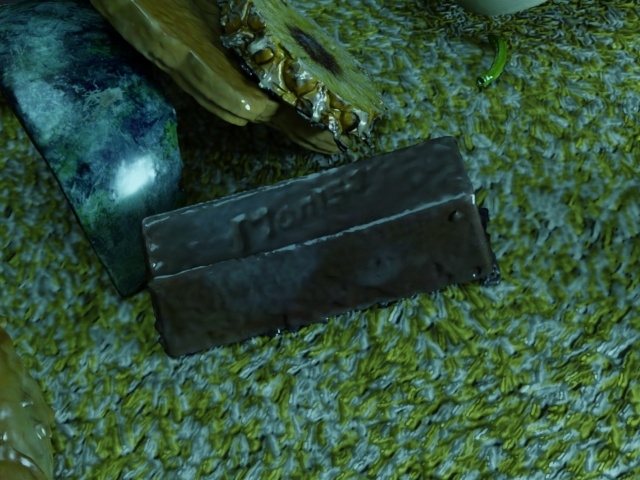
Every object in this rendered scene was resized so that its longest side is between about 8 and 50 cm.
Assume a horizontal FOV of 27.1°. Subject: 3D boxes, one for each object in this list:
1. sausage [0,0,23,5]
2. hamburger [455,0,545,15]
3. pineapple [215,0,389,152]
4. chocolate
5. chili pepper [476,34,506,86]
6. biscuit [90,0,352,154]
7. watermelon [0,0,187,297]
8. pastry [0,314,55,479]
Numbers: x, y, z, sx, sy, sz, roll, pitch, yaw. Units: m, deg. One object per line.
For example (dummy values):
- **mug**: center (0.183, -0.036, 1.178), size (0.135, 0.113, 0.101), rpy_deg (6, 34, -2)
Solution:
- **sausage**: center (-0.301, -0.251, 1.461), size (0.280, 0.152, 0.152), rpy_deg (-11, 45, 5)
- **hamburger**: center (0.212, -0.373, 1.404), size (0.294, 0.179, 0.276), rpy_deg (-46, 29, -23)
- **pineapple**: center (-0.012, -0.174, 1.309), size (0.047, 0.221, 0.221), rpy_deg (-47, 41, 23)
- **chocolate**: center (0.000, 0.000, 1.183), size (0.321, 0.112, 0.112), rpy_deg (-14, 48, -1)
- **chili pepper**: center (0.180, -0.190, 1.392), size (0.030, 0.017, 0.083), rpy_deg (8, 50, 21)
- **biscuit**: center (-0.119, -0.211, 1.328), size (0.376, 0.051, 0.269), rpy_deg (41, 24, 1)
- **watermelon**: center (-0.215, -0.103, 1.300), size (0.148, 0.226, 0.318), rpy_deg (-28, 81, -14)
- **pastry**: center (-0.333, 0.184, 1.041), size (0.255, 0.162, 0.311), rpy_deg (2, 54, -15)
